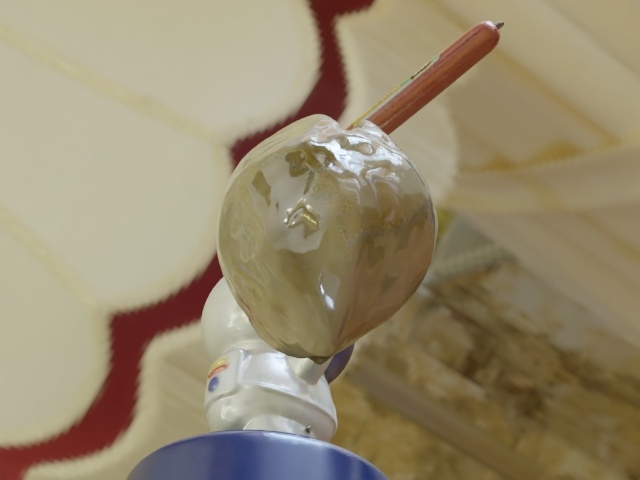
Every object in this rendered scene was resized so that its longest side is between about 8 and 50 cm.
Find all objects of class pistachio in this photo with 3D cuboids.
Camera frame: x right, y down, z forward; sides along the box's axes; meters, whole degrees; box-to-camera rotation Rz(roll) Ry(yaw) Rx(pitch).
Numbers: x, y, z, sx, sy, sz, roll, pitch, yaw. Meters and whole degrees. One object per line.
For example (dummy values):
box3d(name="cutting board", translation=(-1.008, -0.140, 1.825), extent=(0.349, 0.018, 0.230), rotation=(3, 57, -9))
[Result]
box3d(name="pistachio", translation=(0.000, 0.000, 1.233), extent=(0.238, 0.138, 0.153), rotation=(153, 133, -80))

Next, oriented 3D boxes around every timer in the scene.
box3d(name="timer", translation=(-0.042, 0.174, 1.674), extent=(0.270, 0.270, 0.383), rotation=(-40, 34, 43))

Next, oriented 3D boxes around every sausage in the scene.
box3d(name="sausage", translation=(0.078, -0.127, 1.746), extent=(0.223, 0.029, 0.029), rotation=(-39, 20, 0))
